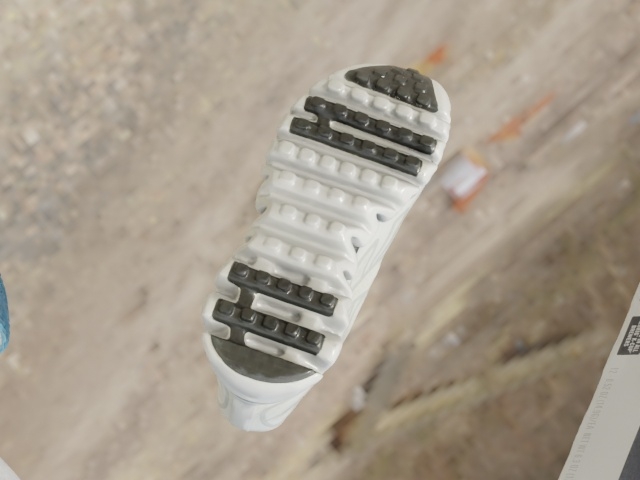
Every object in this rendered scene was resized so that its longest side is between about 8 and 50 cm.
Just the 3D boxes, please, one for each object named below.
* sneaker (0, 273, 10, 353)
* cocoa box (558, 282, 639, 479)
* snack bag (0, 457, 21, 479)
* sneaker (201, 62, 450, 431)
[{"bbox_3d":[-0.303,-0.005,1.386,0.092,0.228,0.087,-32,-160,4],"label":"sneaker"},{"bbox_3d":[0.349,0.182,1.456,0.228,0.231,0.347,-1,-129,45],"label":"cocoa box"},{"bbox_3d":[-0.199,0.301,1.476,0.037,0.323,0.342,-36,-168,2],"label":"snack bag"},{"bbox_3d":[0.000,0.000,1.298,0.118,0.110,0.292,99,17,-57],"label":"sneaker"}]
